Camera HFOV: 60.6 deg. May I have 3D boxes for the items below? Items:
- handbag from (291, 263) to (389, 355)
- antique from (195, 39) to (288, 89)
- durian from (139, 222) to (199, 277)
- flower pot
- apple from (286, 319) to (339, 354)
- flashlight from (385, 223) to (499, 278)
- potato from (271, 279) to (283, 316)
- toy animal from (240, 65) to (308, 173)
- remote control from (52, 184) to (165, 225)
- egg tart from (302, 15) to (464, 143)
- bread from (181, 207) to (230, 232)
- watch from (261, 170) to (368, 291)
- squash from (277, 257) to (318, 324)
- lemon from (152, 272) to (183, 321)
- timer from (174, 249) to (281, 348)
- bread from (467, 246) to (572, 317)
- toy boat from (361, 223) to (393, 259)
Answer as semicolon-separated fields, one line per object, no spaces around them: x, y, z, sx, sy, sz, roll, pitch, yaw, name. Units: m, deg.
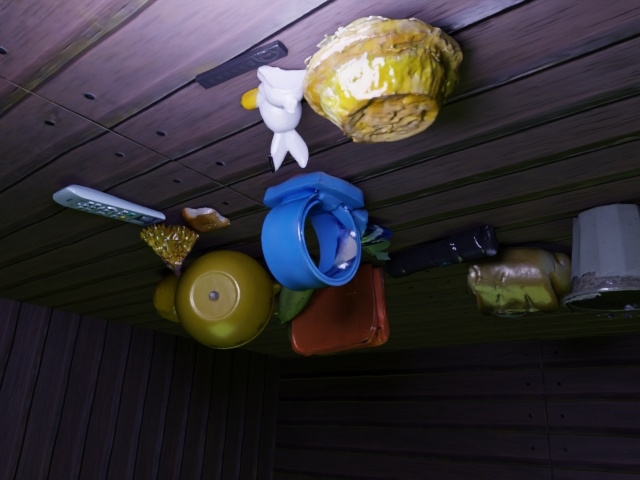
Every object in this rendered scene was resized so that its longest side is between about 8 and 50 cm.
0.062;0.262;2.041;0.410;0.303;0.116;-18;157;38;handbag
-0.141;-0.303;0.952;0.192;0.015;0.031;-11;155;33;antique
-0.462;0.011;1.664;0.187;0.153;0.260;25;167;-23;durian
0.774;0.056;1.440;0.291;0.259;0.290;2;161;1;flower pot
-0.004;0.372;2.417;0.292;0.254;0.292;5;157;2;apple
0.367;0.046;1.726;0.103;0.103;0.424;16;158;-31;flashlight
-0.192;0.233;2.218;0.251;0.174;0.159;6;127;-29;potato
-0.082;-0.226;1.011;0.131;0.127;0.181;-1;149;-8;toy animal
-0.583;-0.097;1.530;0.103;0.051;0.293;-13;158;38;remote control
0.108;-0.246;0.912;0.288;0.118;0.288;-8;162;-3;egg tart
-0.342;-0.058;1.610;0.126;0.044;0.129;-5;155;19;bread
0.000;0.000;1.382;0.241;0.274;0.305;-15;148;40;watch
-0.088;0.194;2.016;0.118;0.118;0.370;8;136;-13;squash
-0.560;0.228;2.188;0.260;0.204;0.204;4;165;40;lemon
-0.329;0.209;1.924;0.376;0.376;0.387;2;167;4;timer
0.653;0.146;1.784;0.342;0.210;0.300;-2;161;13;bread
0.115;0.009;1.690;0.210;0.070;0.291;3;163;6;toy boat
